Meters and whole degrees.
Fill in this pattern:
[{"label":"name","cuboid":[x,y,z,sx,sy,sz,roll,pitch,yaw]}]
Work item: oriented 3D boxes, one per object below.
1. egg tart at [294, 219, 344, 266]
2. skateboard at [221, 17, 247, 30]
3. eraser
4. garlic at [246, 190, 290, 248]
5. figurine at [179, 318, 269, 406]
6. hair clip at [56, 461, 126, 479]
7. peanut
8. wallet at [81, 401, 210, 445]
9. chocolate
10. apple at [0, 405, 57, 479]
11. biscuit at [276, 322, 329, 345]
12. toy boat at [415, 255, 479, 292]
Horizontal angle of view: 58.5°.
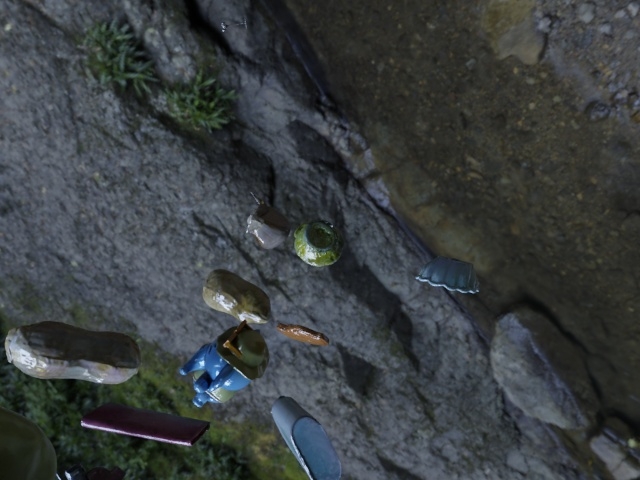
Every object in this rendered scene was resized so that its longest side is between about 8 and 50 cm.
[{"label":"egg tart","cuboid":[0.000,0.000,2.048,0.197,0.197,0.078,45,154,13]},{"label":"skateboard","cuboid":[-0.292,-0.728,1.925,0.064,0.083,0.032,-115,16,-61]},{"label":"eraser","cuboid":[-0.039,0.472,1.367,0.174,0.081,0.227,61,166,-4]},{"label":"garlic","cuboid":[-0.144,-0.054,1.523,0.128,0.090,0.198,44,-161,-23]},{"label":"figurine","cuboid":[-0.229,0.308,1.359,0.154,0.262,0.180,51,-161,24]},{"label":"hair clip","cuboid":[-0.410,0.482,1.045,0.056,0.146,0.187,-18,109,42]},{"label":"peanut","cuboid":[-0.248,0.171,1.689,0.253,0.122,0.137,26,-176,18]},{"label":"wallet","cuboid":[-0.353,0.373,1.167,0.232,0.025,0.119,9,179,6]},{"label":"chocolate","cuboid":[-0.561,0.263,1.325,0.309,0.134,0.134,21,173,-35]},{"label":"apple","cuboid":[-0.786,0.544,1.269,0.357,0.357,0.357,37,150,26]},{"label":"biscuit","cuboid":[-0.038,0.216,1.300,0.130,0.019,0.102,0,153,42]},{"label":"toy boat","cuboid":[0.435,0.110,1.885,0.199,0.290,0.100,17,94,32]}]
